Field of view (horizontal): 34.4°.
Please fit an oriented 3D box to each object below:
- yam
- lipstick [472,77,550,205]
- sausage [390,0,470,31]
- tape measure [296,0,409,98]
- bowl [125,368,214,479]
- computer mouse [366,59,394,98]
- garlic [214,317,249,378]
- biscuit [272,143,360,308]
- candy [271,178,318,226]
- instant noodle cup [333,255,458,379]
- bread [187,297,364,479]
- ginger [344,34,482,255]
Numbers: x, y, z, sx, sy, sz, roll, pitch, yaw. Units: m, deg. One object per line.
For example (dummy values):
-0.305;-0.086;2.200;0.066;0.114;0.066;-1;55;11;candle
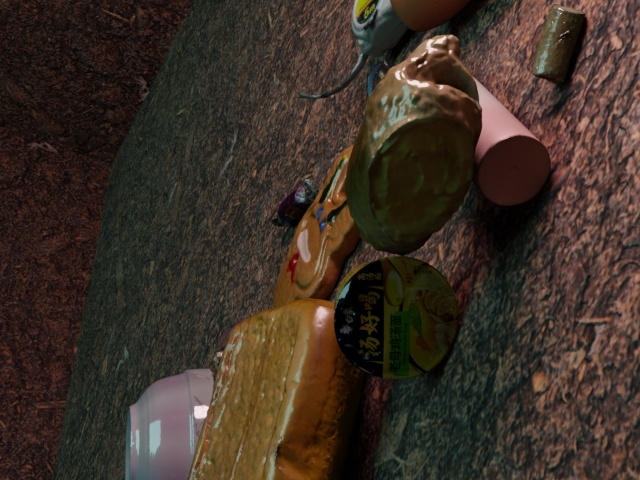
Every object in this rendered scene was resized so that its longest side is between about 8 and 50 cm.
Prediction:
0.272;-0.227;1.181;0.043;0.043;0.094;18;90;70;yam
0.182;-0.148;1.278;0.087;0.087;0.327;-64;21;19;lipstick
0.205;-0.408;1.404;0.304;0.121;0.121;-40;37;52;sausage
0.071;-0.344;1.743;0.330;0.084;0.164;-42;33;51;tape measure
-0.263;0.366;1.801;0.287;0.144;0.286;-177;90;-77;bowl
0.115;-0.227;1.586;0.135;0.047;0.079;-125;43;-52;computer mouse
-0.129;0.201;1.762;0.159;0.102;0.147;-133;59;-66;garlic
0.000;0.000;1.688;0.333;0.047;0.202;-60;23;31;biscuit
-0.044;-0.065;1.862;0.175;0.045;0.043;-41;21;53;candy
0.081;0.085;1.269;0.122;0.152;0.151;-140;70;-78;instant noodle cup
-0.044;0.253;1.444;0.328;0.148;0.336;-27;46;57;bread
0.097;-0.106;1.171;0.221;0.130;0.275;-93;17;-60;ginger
